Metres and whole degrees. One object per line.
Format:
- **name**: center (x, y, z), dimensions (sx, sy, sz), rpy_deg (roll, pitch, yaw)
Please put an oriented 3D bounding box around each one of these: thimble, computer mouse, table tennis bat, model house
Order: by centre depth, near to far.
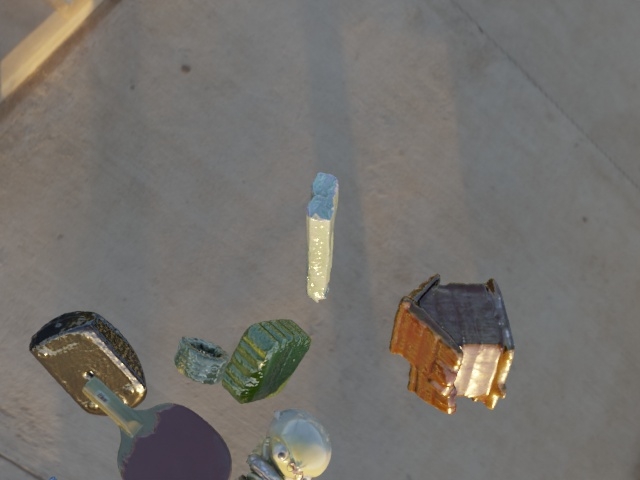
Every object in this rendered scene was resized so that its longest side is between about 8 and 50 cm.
- **table tennis bat**: center (-0.222, 0.264, 0.913), dimensions (0.234, 0.022, 0.131), rpy_deg (37, 82, 11)
- **model house**: center (0.243, 0.198, 1.355), dimensions (0.230, 0.199, 0.219), rpy_deg (6, 38, -8)
- **thimble**: center (-0.241, 0.238, 1.394), dimensions (0.110, 0.084, 0.062), rpy_deg (26, 102, 15)
- **computer mouse**: center (-0.488, 0.260, 1.510), dimensions (0.170, 0.100, 0.269), rpy_deg (-23, 122, 7)

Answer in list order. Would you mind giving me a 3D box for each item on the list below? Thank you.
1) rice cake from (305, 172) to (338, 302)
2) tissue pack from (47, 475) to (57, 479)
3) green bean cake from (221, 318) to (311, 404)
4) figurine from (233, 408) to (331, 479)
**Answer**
- **rice cake**: center (0.000, 0.000, 1.051), dimensions (0.040, 0.226, 0.085), rpy_deg (8, 54, 4)
- **tissue pack**: center (-0.588, 0.616, 1.525), dimensions (0.116, 0.065, 0.155), rpy_deg (-37, 86, -32)
- **green bean cake**: center (-0.162, 0.350, 2.025), dimensions (0.125, 0.248, 0.222), rpy_deg (37, 18, 26)
- **figurine**: center (-0.158, 0.639, 1.926), dimensions (0.394, 0.275, 0.226), rpy_deg (-45, 106, -18)
